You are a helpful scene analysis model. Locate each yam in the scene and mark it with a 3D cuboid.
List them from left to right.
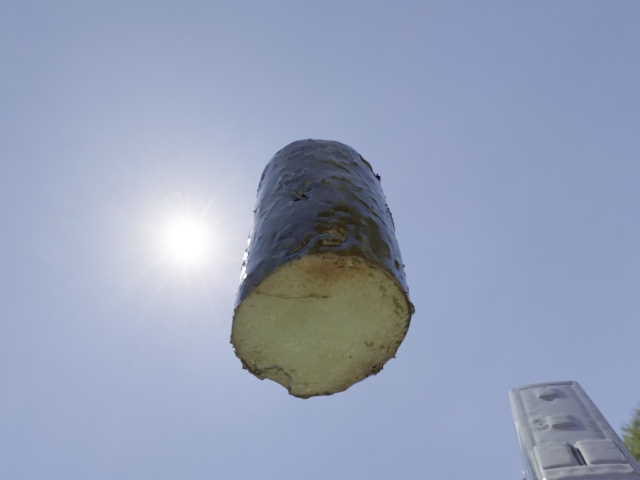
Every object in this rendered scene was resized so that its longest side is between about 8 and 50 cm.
[{"bbox_3d":[0.000,0.000,0.469,0.168,0.304,0.167,0,-54,0],"label":"yam"}]

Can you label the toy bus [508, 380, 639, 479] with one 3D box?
[{"bbox_3d":[0.199,0.191,0.322,0.092,0.268,0.105,-16,-95,19],"label":"toy bus"}]
